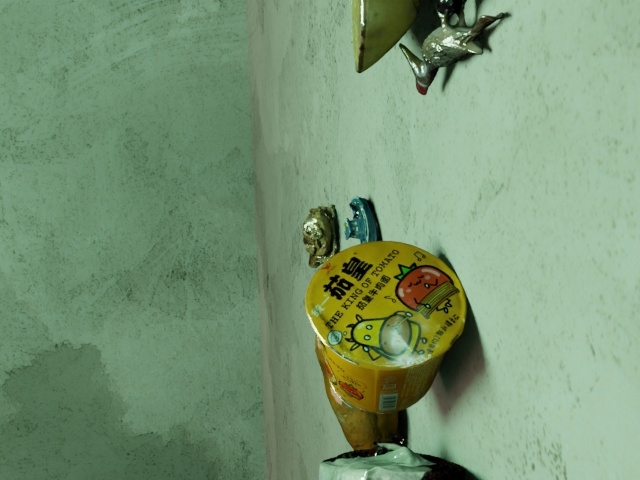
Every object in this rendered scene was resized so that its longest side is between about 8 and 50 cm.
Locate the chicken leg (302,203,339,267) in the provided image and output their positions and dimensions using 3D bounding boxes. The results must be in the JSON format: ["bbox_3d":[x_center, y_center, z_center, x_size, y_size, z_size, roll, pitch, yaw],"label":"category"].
[{"bbox_3d":[0.000,0.005,1.583,0.125,0.081,0.196,-93,2,-45],"label":"chicken leg"}]

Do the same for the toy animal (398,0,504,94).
[{"bbox_3d":[0.156,-0.247,0.871,0.105,0.070,0.202,63,156,15],"label":"toy animal"}]

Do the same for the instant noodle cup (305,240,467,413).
[{"bbox_3d":[0.089,0.133,0.986,0.172,0.216,0.215,88,170,-48],"label":"instant noodle cup"}]

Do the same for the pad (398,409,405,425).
[{"bbox_3d":[0.117,0.197,1.280,0.176,0.002,0.266,160,106,-76],"label":"pad"}]

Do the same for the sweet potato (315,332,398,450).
[{"bbox_3d":[0.080,0.299,1.205,0.359,0.112,0.112,63,168,-6],"label":"sweet potato"}]

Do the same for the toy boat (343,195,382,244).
[{"bbox_3d":[0.074,-0.020,1.277,0.060,0.061,0.137,111,152,-59],"label":"toy boat"}]

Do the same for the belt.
[{"bbox_3d":[0.104,0.367,1.013,0.289,0.184,0.164,149,121,-69],"label":"belt"}]

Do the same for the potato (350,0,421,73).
[{"bbox_3d":[0.094,-0.376,0.964,0.239,0.116,0.299,101,169,-66],"label":"potato"}]
